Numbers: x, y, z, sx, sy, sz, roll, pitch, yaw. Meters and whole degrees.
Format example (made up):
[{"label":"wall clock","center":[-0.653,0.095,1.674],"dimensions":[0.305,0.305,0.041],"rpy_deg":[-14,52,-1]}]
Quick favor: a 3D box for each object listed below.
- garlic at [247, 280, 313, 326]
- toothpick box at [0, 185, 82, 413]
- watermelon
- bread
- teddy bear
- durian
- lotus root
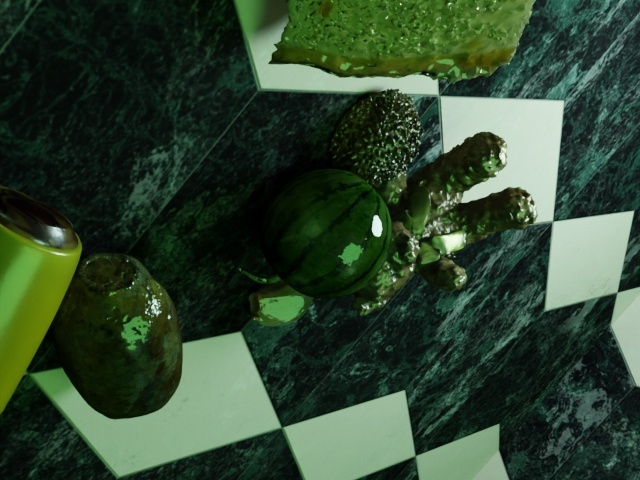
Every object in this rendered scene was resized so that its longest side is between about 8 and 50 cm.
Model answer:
[{"label":"garlic","center":[-0.050,0.092,1.457],"dimensions":[0.152,0.066,0.084],"rpy_deg":[-29,141,-20]},{"label":"toothpick box","center":[-0.381,0.072,0.986],"dimensions":[0.175,0.175,0.271],"rpy_deg":[20,107,-54]},{"label":"watermelon","center":[0.000,0.000,1.303],"dimensions":[0.215,0.188,0.188],"rpy_deg":[-47,147,6]},{"label":"bread","center":[0.110,-0.361,1.099],"dimensions":[0.315,0.279,0.248],"rpy_deg":[6,154,-8]},{"label":"teddy bear","center":[0.170,-0.029,1.440],"dimensions":[0.296,0.246,0.222],"rpy_deg":[-24,-167,31]},{"label":"durian","center":[0.092,-0.133,1.350],"dimensions":[0.148,0.091,0.189],"rpy_deg":[-5,132,-44]},{"label":"lotus root","center":[-0.266,0.134,1.193],"dimensions":[0.160,0.152,0.275],"rpy_deg":[-21,139,-18]}]
